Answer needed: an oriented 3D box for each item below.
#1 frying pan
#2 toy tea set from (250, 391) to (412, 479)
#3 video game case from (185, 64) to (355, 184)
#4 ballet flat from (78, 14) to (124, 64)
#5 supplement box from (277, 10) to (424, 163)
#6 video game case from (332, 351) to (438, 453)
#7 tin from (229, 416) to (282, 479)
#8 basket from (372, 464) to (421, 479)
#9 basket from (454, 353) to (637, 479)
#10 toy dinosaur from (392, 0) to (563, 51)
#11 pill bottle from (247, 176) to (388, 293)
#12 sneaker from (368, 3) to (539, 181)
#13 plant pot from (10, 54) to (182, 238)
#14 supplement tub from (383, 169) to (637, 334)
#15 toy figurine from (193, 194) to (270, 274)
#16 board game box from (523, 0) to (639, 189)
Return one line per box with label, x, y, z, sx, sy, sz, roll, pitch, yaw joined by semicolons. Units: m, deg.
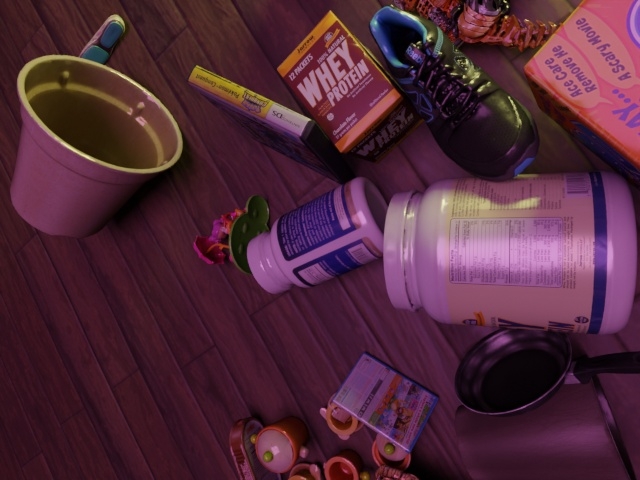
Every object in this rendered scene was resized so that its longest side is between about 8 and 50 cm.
frying pan;0.358;0.182;0.734;0.326;0.197;0.053;-28;106;32
toy tea set;0.014;0.420;0.938;0.335;0.124;0.200;-33;79;22
video game case;-0.076;-0.195;0.865;0.248;0.275;0.035;30;90;20
ballet flat;-0.545;-0.492;1.189;0.168;0.057;0.052;-38;50;18
supplement box;0.062;-0.257;0.842;0.129;0.194;0.191;-41;77;21
video game case;0.122;0.301;0.899;0.166;0.119;0.015;28;146;20
tin;-0.136;0.475;1.021;0.040;0.106;0.190;-23;84;16
basket;0.203;0.581;0.850;0.298;0.214;0.223;18;60;17
basket;0.350;0.314;0.770;0.226;0.154;0.205;-24;64;28
toy dinosaur;0.276;-0.407;0.792;0.321;0.164;0.219;24;118;3
pill bottle;0.000;0.000;0.907;0.264;0.153;0.153;-25;83;23
sneaker;0.180;-0.222;0.711;0.125;0.139;0.341;-47;55;25
plant pot;-0.534;-0.180;1.073;0.305;0.333;0.334;-43;76;32
supplement tub;0.280;0.017;0.737;0.324;0.235;0.236;0;93;24
toy figurine;-0.203;-0.010;1.032;0.159;0.130;0.173;-4;69;33
board game box;0.504;-0.198;0.524;0.356;0.356;0.356;46;115;14
